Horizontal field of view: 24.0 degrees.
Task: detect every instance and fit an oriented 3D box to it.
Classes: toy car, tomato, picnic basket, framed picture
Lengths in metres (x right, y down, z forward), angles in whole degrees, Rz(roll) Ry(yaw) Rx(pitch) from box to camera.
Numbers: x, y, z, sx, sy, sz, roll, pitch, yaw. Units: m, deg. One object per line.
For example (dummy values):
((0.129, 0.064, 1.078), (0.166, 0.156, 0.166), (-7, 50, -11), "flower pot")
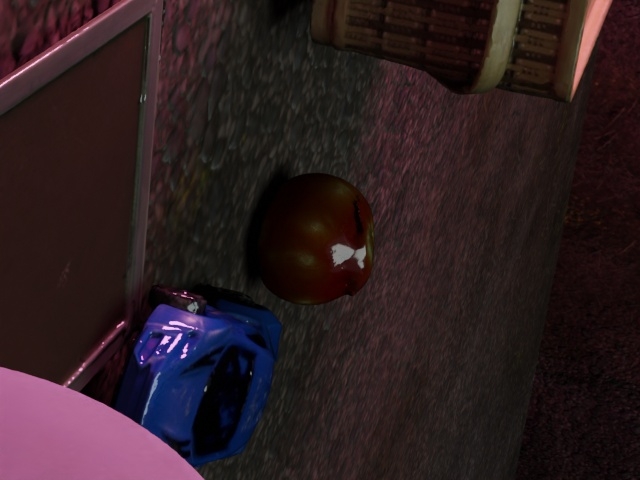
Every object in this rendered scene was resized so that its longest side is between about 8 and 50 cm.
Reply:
((-0.063, 0.079, 0.822), (0.216, 0.063, 0.103), (8, 99, -82), "toy car")
((0.000, 0.000, 0.978), (0.087, 0.075, 0.087), (12, 90, -76), "tomato")
((0.107, -0.245, 0.924), (0.313, 0.175, 0.228), (-57, 158, -58), "picnic basket")
((-0.131, 0.015, 0.629), (0.252, 0.014, 0.197), (-51, 153, -57), "framed picture")

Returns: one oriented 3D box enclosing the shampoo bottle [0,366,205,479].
((-0.119, 0.186, 0.348), (0.273, 0.273, 0.266), (-55, 151, -50), "shampoo bottle")
